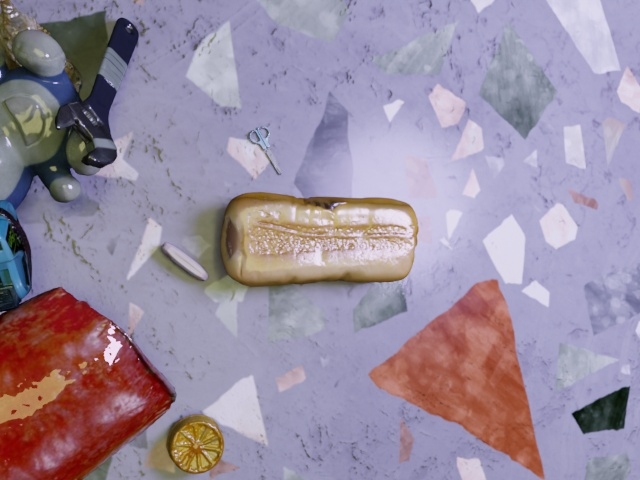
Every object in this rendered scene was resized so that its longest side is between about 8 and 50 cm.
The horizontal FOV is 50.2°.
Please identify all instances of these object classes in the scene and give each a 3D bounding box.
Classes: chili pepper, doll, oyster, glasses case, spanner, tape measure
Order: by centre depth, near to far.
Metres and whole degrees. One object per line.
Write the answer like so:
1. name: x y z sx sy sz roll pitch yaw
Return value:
1. tape measure: -0.397 0.011 0.834 0.081 0.125 0.146 -12 128 -17
2. chili pepper: -0.375 0.207 0.870 0.305 0.229 0.251 -35 106 -27
3. doll: -0.427 -0.131 0.894 0.258 0.154 0.228 -31 103 -19
4. spanner: -0.289 -0.216 0.916 0.087 0.024 0.315 43 32 -36
5. oyster: -0.404 -0.256 0.978 0.122 0.045 0.146 9 83 -31
6. glasses case: -0.202 0.032 1.019 0.083 0.032 0.021 40 79 -12

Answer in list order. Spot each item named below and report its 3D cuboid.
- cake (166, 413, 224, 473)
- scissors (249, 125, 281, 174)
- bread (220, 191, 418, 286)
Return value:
1. cake: -0.181 0.298 1.000 0.084 0.044 0.084 1 85 -16
2. scissors: -0.082 -0.141 1.083 0.036 0.006 0.083 -31 95 -19
3. bread: 0.000 0.000 1.054 0.305 0.091 0.141 1 93 -18
